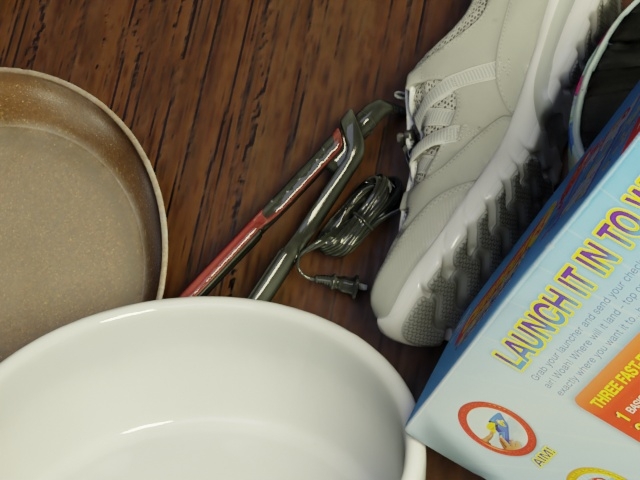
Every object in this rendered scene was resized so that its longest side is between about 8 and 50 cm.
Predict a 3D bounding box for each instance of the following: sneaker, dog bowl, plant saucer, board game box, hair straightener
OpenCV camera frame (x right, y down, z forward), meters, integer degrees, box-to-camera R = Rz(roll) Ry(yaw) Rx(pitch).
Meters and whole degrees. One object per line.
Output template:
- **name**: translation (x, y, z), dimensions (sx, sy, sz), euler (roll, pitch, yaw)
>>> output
- **sneaker**: translation (0.093, -0.059, 0.921), dimensions (0.115, 0.105, 0.281), euler (17, 64, 26)
- **dog bowl**: translation (-0.074, 0.148, 0.807), dimensions (0.265, 0.104, 0.265), euler (-2, 34, 1)
- **plant saucer**: translation (-0.244, 0.031, 1.004), dimensions (0.310, 0.050, 0.311), euler (-5, 68, 14)
- **board game box**: translation (0.229, 0.071, 0.661), dimensions (0.302, 0.308, 0.086), euler (31, 55, 1)
- **hair straightener**: translation (0.000, 0.000, 0.957), dimensions (0.089, 0.047, 0.230), euler (41, 79, 3)

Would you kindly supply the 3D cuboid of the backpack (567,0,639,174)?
- **backpack**: translation (0.260, -0.030, 0.793), dimensions (0.253, 0.191, 0.225), euler (20, 57, 15)
